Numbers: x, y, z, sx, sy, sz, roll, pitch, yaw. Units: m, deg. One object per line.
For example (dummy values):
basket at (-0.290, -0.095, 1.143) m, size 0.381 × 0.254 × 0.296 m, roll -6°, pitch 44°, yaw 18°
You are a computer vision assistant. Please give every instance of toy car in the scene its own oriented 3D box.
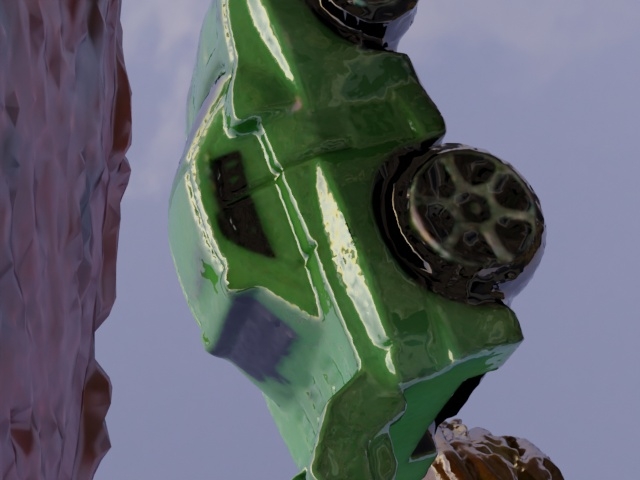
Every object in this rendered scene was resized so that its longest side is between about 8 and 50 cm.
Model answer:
toy car at (0.000, 0.000, 0.960) m, size 0.176 × 0.213 × 0.359 m, roll -15°, pitch -114°, yaw -22°

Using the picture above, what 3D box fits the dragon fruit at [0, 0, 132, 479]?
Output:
dragon fruit at (-0.108, -0.028, 0.304) m, size 0.302 × 0.240 × 0.330 m, roll 53°, pitch -130°, yaw -23°

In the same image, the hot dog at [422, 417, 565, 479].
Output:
hot dog at (0.102, 0.262, 1.140) m, size 0.122 × 0.272 × 0.196 m, roll 4°, pitch -173°, yaw -9°
